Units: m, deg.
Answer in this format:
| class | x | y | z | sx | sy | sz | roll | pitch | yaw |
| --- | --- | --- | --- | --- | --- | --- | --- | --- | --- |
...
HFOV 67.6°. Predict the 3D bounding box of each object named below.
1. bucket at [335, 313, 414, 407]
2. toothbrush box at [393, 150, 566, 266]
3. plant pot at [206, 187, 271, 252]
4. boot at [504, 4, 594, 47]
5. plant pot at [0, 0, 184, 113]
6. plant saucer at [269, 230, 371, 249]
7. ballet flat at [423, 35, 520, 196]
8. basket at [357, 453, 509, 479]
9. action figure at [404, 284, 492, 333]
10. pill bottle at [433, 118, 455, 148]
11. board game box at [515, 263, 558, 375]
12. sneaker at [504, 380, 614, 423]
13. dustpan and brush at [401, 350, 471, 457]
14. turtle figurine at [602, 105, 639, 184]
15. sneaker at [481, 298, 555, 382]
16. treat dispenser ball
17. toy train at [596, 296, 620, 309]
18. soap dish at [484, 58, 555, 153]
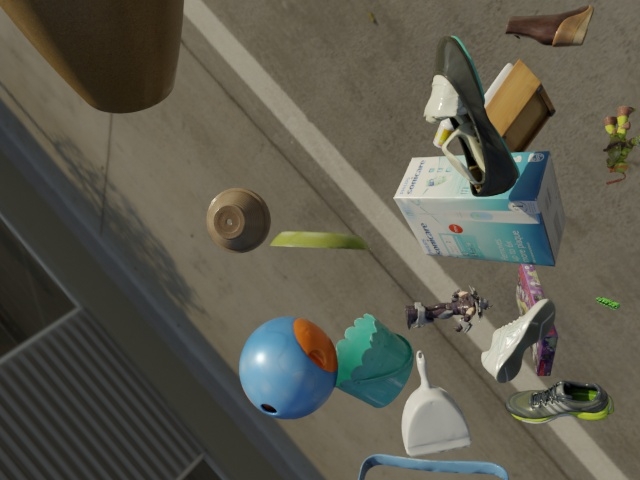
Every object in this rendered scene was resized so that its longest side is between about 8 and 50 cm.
| class | x | y | z | sx | sy | sz | roll | pitch | yaw |
| --- | --- | --- | --- | --- | --- | --- | --- | --- | --- |
| bucket | 0.169 | 0.405 | 1.596 | 0.183 | 0.281 | 0.281 | 34 | 146 | -11 |
| toothbrush box | 0.340 | -0.066 | 1.020 | 0.295 | 0.126 | 0.216 | 6 | 147 | 39 |
| plant pot | -0.302 | -0.069 | 1.687 | 0.237 | 0.109 | 0.238 | 1 | 94 | 10 |
| boot | 0.640 | -0.615 | 1.339 | 0.206 | 0.248 | 0.090 | 20 | 134 | 19 |
| plant pot | -0.253 | -0.282 | 0.536 | 0.237 | 0.237 | 0.255 | 33 | 147 | 22 |
| plant saucer | 0.000 | 0.000 | 1.131 | 0.240 | 0.240 | 0.037 | 2 | 90 | 46 |
| ballet flat | 0.238 | -0.198 | 0.796 | 0.281 | 0.096 | 0.095 | 62 | 175 | -5 |
| basket | 0.158 | 0.453 | 0.733 | 0.254 | 0.289 | 0.201 | -9 | 105 | 23 |
| action figure | 0.427 | 0.233 | 1.594 | 0.284 | 0.185 | 0.099 | -10 | 108 | 12 |
| pill bottle | 0.325 | -0.282 | 1.235 | 0.043 | 0.043 | 0.083 | 34 | 136 | 21 |
| board game box | 0.719 | 0.249 | 1.606 | 0.056 | 0.347 | 0.208 | -1 | 130 | 9 |
| sneaker | 0.711 | 0.475 | 1.447 | 0.299 | 0.111 | 0.121 | -16 | 128 | 24 |
| dustpan and brush | 0.241 | 0.352 | 1.054 | 0.060 | 0.147 | 0.212 | -106 | 6 | -86 |
| turtle figurine | 0.955 | -0.301 | 1.535 | 0.087 | 0.218 | 0.269 | 2 | 166 | 13 |
| sneaker | 0.312 | 0.150 | 0.763 | 0.053 | 0.152 | 0.061 | 37 | -178 | -26 |
| treat dispenser ball | -0.092 | 0.366 | 1.386 | 0.288 | 0.288 | 0.288 | 28 | 140 | 27 |
| toy train | 0.876 | 0.189 | 1.456 | 0.017 | 0.023 | 0.083 | 64 | 178 | -14 |
| soap dish | 0.565 | -0.361 | 1.400 | 0.118 | 0.290 | 0.229 | 42 | 108 | 30 |
